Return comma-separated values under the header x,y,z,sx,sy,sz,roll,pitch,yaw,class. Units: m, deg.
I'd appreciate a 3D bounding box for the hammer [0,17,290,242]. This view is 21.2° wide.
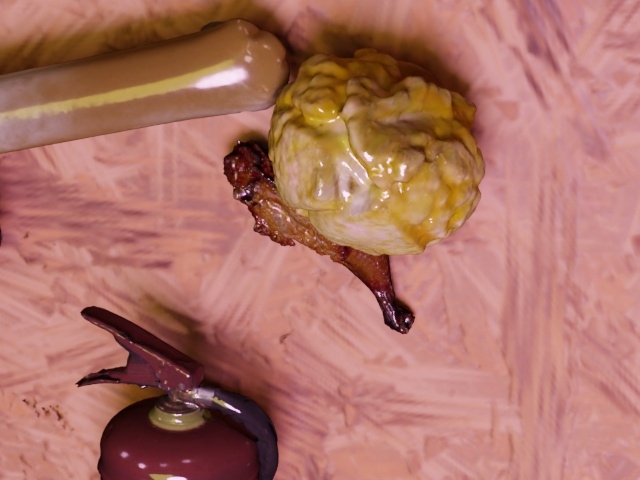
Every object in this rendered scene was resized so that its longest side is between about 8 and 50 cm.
x,y,z,sx,sy,sz,roll,pitch,yaw,class
-0.165,-0.075,0.957,0.305,0.113,0.202,-13,116,13,hammer

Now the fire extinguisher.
x,y,z,sx,sy,sz,roll,pitch,yaw,class
-0.098,0.200,1.041,0.141,0.105,0.341,7,115,11,fire extinguisher

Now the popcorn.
x,y,z,sx,sy,sz,roll,pitch,yaw,class
0.031,-0.050,0.905,0.116,0.106,0.121,-25,80,-8,popcorn

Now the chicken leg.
x,y,z,sx,sy,sz,roll,pitch,yaw,class
0.002,-0.003,0.974,0.145,0.037,0.062,37,138,0,chicken leg
